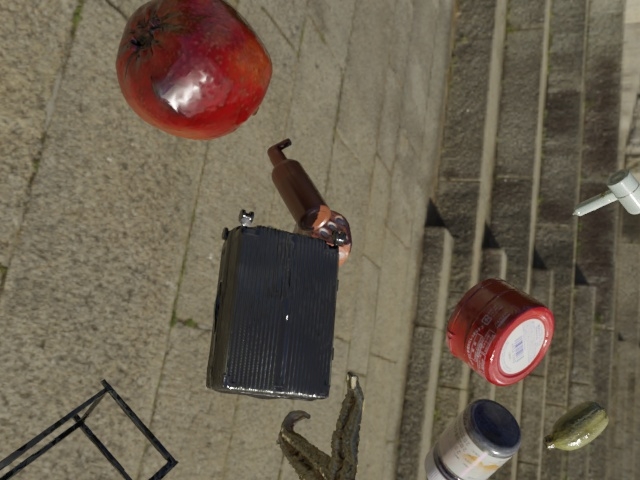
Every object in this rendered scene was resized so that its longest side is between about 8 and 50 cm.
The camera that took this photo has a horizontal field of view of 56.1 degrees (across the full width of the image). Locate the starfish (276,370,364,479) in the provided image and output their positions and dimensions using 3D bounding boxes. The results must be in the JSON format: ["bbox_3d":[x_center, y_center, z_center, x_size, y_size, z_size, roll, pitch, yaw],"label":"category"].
[{"bbox_3d":[0.046,0.458,1.252,0.082,0.432,0.324,10,60,-31],"label":"starfish"}]

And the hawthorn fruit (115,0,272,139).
[{"bbox_3d":[-0.217,-0.316,1.129,0.307,0.265,0.266,19,75,-48],"label":"hawthorn fruit"}]

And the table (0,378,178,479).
[{"bbox_3d":[-0.562,0.544,1.354,0.272,0.222,0.335,48,35,4],"label":"table"}]

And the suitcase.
[{"bbox_3d":[-0.089,0.136,1.171,0.152,0.229,0.335,148,-50,-62],"label":"suitcase"}]

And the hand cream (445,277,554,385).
[{"bbox_3d":[0.420,0.214,1.405,0.230,0.149,0.230,-15,122,-26],"label":"hand cream"}]

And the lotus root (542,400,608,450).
[{"bbox_3d":[0.672,0.498,1.587,0.090,0.183,0.077,57,4,13],"label":"lotus root"}]

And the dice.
[{"bbox_3d":[0.000,0.000,2.186,0.179,0.174,0.175,11,51,-27],"label":"dice"}]

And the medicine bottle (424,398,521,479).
[{"bbox_3d":[0.406,0.565,1.626,0.165,0.165,0.273,-55,172,-51],"label":"medicine bottle"}]

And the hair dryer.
[{"bbox_3d":[0.564,-0.077,1.186,0.082,0.137,0.047,46,45,-15],"label":"hair dryer"}]

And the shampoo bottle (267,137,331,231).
[{"bbox_3d":[-0.061,-0.132,1.381,0.244,0.085,0.085,62,5,32],"label":"shampoo bottle"}]
